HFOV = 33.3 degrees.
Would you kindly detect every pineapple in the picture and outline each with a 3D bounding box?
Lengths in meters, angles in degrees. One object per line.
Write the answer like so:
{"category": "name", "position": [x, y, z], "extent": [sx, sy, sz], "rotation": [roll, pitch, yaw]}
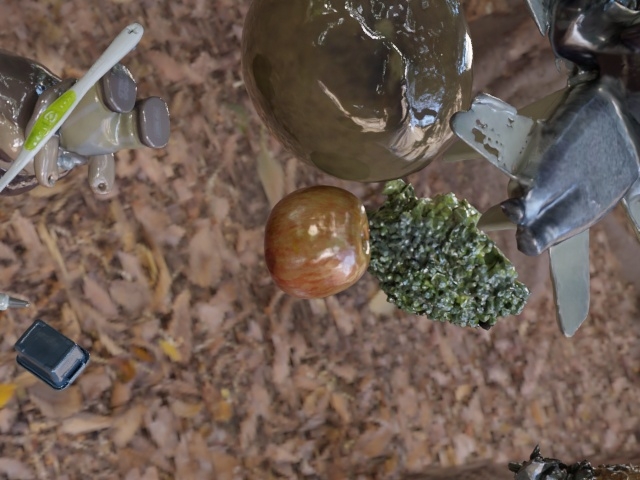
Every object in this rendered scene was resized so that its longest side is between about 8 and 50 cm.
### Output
{"category": "pineapple", "position": [0.418, 0.395, 1.716], "extent": [0.111, 0.237, 0.119], "rotation": [2, 94, -71]}

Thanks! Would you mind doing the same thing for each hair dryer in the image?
{"category": "hair dryer", "position": [-0.539, 0.092, 1.641], "extent": [0.155, 0.183, 0.044], "rotation": [-85, -177, -79]}

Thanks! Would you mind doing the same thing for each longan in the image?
{"category": "longan", "position": [0.049, -0.229, 1.375], "extent": [0.319, 0.319, 0.319], "rotation": [39, 41, -46]}

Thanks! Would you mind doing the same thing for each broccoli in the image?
{"category": "broccoli", "position": [0.210, 0.005, 1.769], "extent": [0.288, 0.248, 0.245], "rotation": [43, 49, -17]}

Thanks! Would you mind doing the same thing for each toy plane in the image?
{"category": "toy plane", "position": [0.153, -0.079, 0.455], "extent": [0.262, 0.088, 0.192], "rotation": [-41, 113, -24]}

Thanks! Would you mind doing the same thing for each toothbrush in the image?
{"category": "toothbrush", "position": [-0.254, -0.118, 1.034], "extent": [0.263, 0.022, 0.026], "rotation": [-54, 167, -24]}

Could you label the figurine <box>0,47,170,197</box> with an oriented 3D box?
{"category": "figurine", "position": [-0.380, -0.160, 1.423], "extent": [0.248, 0.381, 0.203], "rotation": [13, 78, -56]}

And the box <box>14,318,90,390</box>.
{"category": "box", "position": [-0.396, 0.163, 1.563], "extent": [0.074, 0.099, 0.054], "rotation": [-51, 160, -25]}

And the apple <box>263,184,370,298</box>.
{"category": "apple", "position": [0.000, 0.000, 1.374], "extent": [0.146, 0.131, 0.146], "rotation": [-5, 90, -69]}
